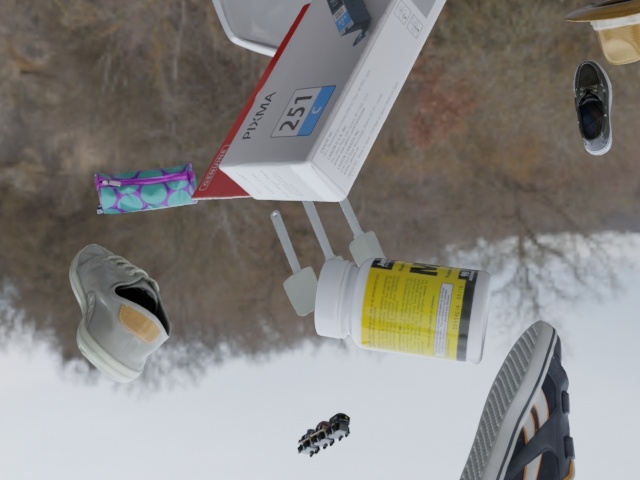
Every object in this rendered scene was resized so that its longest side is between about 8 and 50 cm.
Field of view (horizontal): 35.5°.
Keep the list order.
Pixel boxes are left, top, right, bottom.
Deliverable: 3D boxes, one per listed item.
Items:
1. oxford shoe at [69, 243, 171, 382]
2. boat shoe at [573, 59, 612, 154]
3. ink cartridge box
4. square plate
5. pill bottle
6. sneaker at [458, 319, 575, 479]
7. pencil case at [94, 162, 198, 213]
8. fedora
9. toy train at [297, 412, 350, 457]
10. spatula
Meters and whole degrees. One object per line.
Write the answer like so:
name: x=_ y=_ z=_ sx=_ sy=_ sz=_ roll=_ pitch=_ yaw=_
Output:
oxford shoe: x=-0.343 y=0.098 z=1.743 sx=0.169 sy=0.130 sz=0.449 roll=39 pitch=-175 yaw=-22
boat shoe: x=0.363 y=-0.183 z=1.330 sx=0.049 sy=0.142 sz=0.040 roll=-13 pitch=154 yaw=25
ink cartridge box: x=-0.016 y=-0.177 z=1.047 sx=0.261 sy=0.296 sz=0.066 roll=2 pitch=148 yaw=49
square plate: x=-0.070 y=-0.371 z=1.428 sx=0.049 sy=0.344 sz=0.347 roll=-35 pitch=155 yaw=30
pill bottle: x=0.104 y=0.084 z=1.255 sx=0.208 sy=0.119 sz=0.119 roll=7 pitch=-179 yaw=12
sneaker: x=0.293 y=0.276 z=1.408 sx=0.127 sy=0.321 sz=0.126 roll=27 pitch=159 yaw=-5
pencil case: x=-0.262 y=-0.079 z=1.509 sx=0.151 sy=0.064 sz=0.070 roll=-7 pitch=158 yaw=-4
fedora: x=0.404 y=-0.271 z=1.271 sx=0.194 sy=0.079 sz=0.194 roll=-13 pitch=-168 yaw=3
toy train: x=0.003 y=0.260 z=1.345 sx=0.027 sy=0.036 sz=0.158 roll=19 pitch=151 yaw=-15
spatula: x=0.000 y=0.000 z=1.630 sx=0.168 sy=0.242 sz=0.019 roll=-32 pitch=138 yaw=10
